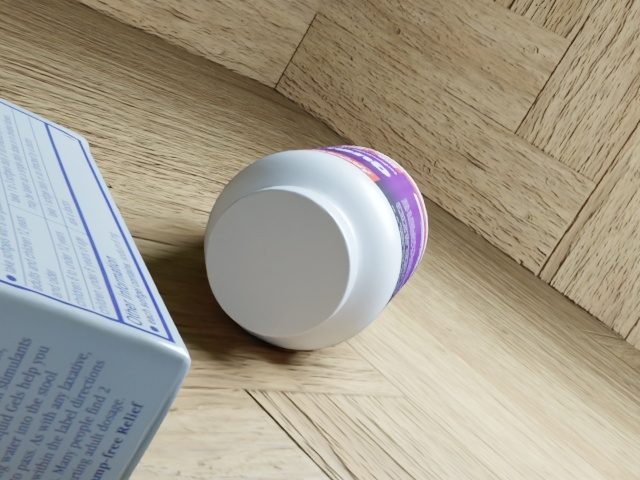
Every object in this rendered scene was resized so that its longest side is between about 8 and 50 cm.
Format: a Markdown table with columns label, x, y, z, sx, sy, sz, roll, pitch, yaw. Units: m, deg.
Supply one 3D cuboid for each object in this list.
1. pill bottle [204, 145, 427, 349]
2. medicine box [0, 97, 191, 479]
| label | x | y | z | sx | sy | sz | roll | pitch | yaw |
| --- | --- | --- | --- | --- | --- | --- | --- | --- | --- |
| pill bottle | 0.000 | 0.000 | 0.943 | 0.181 | 0.182 | 0.323 | 32 | 12 | 7 |
| medicine box | -0.241 | 0.003 | 0.431 | 0.289 | 0.149 | 0.263 | 23 | 14 | -31 |
